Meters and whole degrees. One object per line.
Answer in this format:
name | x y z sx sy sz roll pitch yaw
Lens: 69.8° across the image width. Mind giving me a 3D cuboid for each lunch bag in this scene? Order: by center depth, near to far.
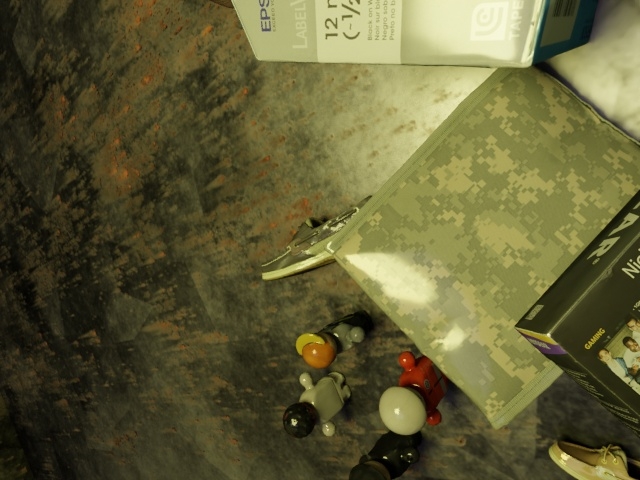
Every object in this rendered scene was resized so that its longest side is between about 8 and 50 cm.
lunch bag | 0.189 -0.011 0.469 0.287 0.169 0.235 -46 77 8

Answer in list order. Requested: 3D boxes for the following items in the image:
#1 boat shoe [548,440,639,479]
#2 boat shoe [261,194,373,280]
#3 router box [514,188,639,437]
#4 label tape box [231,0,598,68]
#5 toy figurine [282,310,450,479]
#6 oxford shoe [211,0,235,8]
boat shoe | 0.337 0.259 0.524 0.135 0.050 0.045 17 109 19
boat shoe | 0.000 0.000 0.669 0.224 0.080 0.073 -22 84 32
router box | 0.344 0.037 0.325 0.243 0.081 0.309 43 90 9
label tape box | 0.060 -0.237 0.444 0.348 0.249 0.115 13 120 32
toy figurine | 0.055 0.226 0.645 0.210 0.148 0.213 30 119 25
oxford shoe | -0.198 -0.417 0.670 0.271 0.098 0.096 33 119 23
